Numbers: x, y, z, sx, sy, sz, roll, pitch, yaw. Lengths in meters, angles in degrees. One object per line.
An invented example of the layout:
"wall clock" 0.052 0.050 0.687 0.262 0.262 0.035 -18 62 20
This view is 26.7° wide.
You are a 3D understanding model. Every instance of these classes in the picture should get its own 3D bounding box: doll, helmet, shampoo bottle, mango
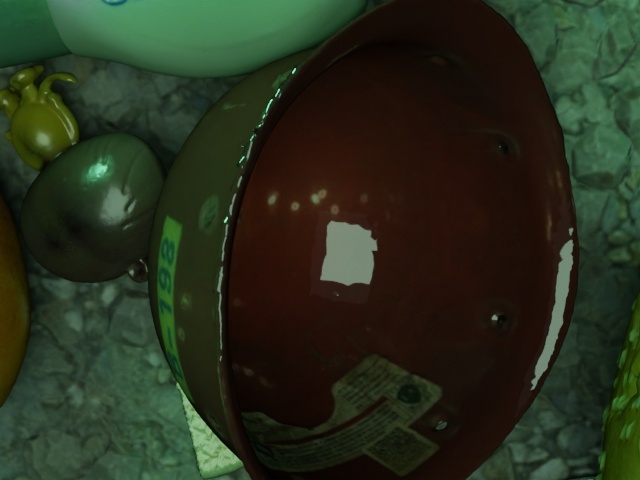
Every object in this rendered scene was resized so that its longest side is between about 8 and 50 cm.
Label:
"doll" -0.186 -0.053 1.076 0.145 0.096 0.188 -10 95 29
"helmet" 0.000 0.000 1.005 0.338 0.230 0.384 -20 114 -34
"shampoo bottle" -0.146 -0.220 1.004 0.350 0.151 0.221 -10 100 5
"mango" -0.311 0.033 1.086 0.154 0.126 0.252 -7 105 15

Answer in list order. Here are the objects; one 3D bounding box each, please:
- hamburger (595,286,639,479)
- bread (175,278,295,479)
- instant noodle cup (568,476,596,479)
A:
"hamburger" 0.333 0.185 0.967 0.268 0.445 0.286 9 114 3
"bread" -0.070 0.099 1.145 0.112 0.036 0.192 -14 100 0
"instant noodle cup" 0.236 0.351 1.091 0.244 0.255 0.243 1 106 3
